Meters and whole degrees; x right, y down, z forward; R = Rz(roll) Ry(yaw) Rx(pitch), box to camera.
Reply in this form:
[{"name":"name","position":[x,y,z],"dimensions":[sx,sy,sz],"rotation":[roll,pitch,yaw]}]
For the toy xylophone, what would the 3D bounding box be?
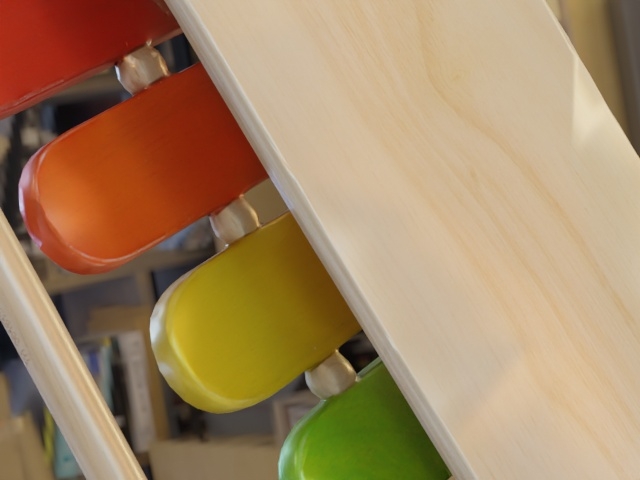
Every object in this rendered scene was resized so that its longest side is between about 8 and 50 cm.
[{"name":"toy xylophone","position":[0.000,0.000,0.420],"dimensions":[0.236,0.323,0.081],"rotation":[-24,-2,-38]}]
